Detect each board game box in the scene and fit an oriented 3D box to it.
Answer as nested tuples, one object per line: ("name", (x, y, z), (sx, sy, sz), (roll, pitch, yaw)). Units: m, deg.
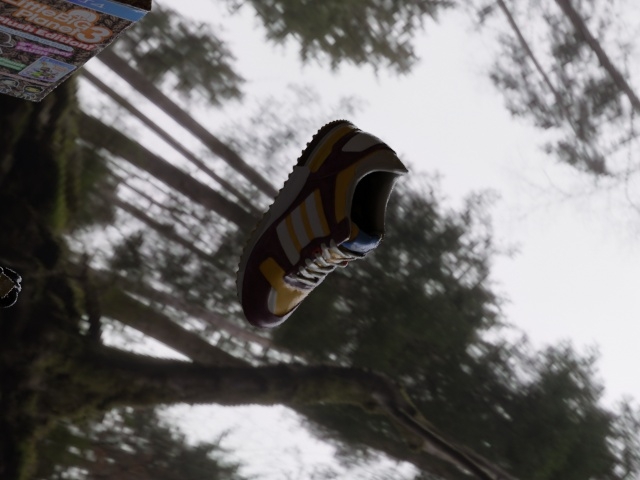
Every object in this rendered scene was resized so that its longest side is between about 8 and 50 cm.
("board game box", (-0.301, -0.313, 1.478), (0.291, 0.141, 0.232), (-24, -120, 53))

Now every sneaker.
("sneaker", (0.000, 0.000, 1.093), (0.084, 0.070, 0.185), (38, -71, 38))

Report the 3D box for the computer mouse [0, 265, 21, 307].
("computer mouse", (-0.304, 0.046, 0.999), (0.193, 0.106, 0.042), (-35, -147, 30))
